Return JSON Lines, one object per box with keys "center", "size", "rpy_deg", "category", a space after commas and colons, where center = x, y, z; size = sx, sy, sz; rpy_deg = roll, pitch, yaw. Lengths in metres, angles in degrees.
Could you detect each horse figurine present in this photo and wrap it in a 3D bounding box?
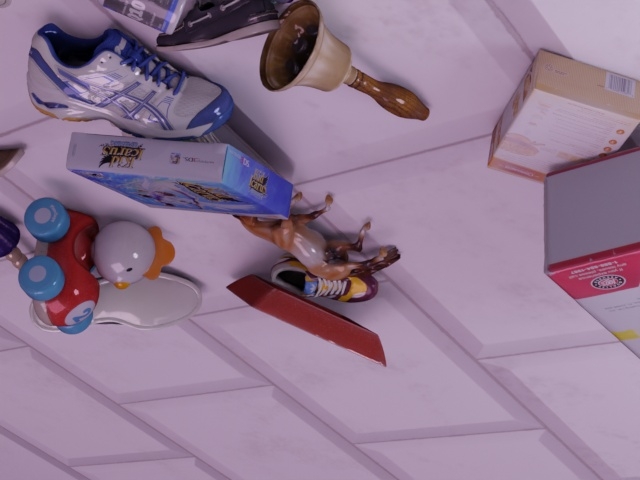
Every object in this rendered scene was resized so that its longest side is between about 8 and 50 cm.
{"center": [0.000, 0.000, 1.956], "size": [0.263, 0.066, 0.174], "rpy_deg": [31, 140, -20], "category": "horse figurine"}

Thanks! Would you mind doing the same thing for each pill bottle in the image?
{"center": [-0.239, -0.325, 1.533], "size": [0.137, 0.078, 0.078], "rpy_deg": [22, 148, -10], "category": "pill bottle"}

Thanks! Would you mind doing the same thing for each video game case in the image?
{"center": [-0.199, -0.091, 1.762], "size": [0.244, 0.061, 0.269], "rpy_deg": [5, 172, 20], "category": "video game case"}

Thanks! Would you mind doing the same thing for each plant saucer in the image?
{"center": [-0.022, 0.130, 2.097], "size": [0.258, 0.048, 0.259], "rpy_deg": [25, 179, -15], "category": "plant saucer"}

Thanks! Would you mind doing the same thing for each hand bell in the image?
{"center": [0.053, -0.213, 1.587], "size": [0.242, 0.126, 0.126], "rpy_deg": [21, 151, -34], "category": "hand bell"}

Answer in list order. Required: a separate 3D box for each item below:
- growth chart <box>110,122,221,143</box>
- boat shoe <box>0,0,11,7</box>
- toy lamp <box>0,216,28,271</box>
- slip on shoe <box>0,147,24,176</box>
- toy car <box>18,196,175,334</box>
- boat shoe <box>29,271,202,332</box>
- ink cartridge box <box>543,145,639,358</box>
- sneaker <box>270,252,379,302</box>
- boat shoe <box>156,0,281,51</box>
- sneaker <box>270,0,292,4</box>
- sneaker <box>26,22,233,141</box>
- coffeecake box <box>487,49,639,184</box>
{"center": [-0.206, -0.131, 1.883], "size": [0.172, 0.021, 0.237], "rpy_deg": [-9, 140, 36], "category": "growth chart"}
{"center": [-0.492, -0.398, 1.529], "size": [0.254, 0.079, 0.095], "rpy_deg": [35, 146, -25], "category": "boat shoe"}
{"center": [-0.563, 0.041, 2.264], "size": [0.080, 0.080, 0.275], "rpy_deg": [1, 149, 23], "category": "toy lamp"}
{"center": [-0.547, -0.134, 2.008], "size": [0.135, 0.051, 0.041], "rpy_deg": [-12, 128, 46], "category": "slip on shoe"}
{"center": [-0.373, 0.044, 2.083], "size": [0.238, 0.210, 0.219], "rpy_deg": [-2, 157, 5], "category": "toy car"}
{"center": [-0.382, 0.108, 2.256], "size": [0.319, 0.116, 0.099], "rpy_deg": [-6, -168, -2], "category": "boat shoe"}
{"center": [0.509, 0.028, 1.612], "size": [0.279, 0.160, 0.384], "rpy_deg": [-17, 144, 32], "category": "ink cartridge box"}
{"center": [0.005, 0.075, 2.035], "size": [0.185, 0.084, 0.070], "rpy_deg": [10, 110, 8], "category": "sneaker"}
{"center": [-0.140, -0.291, 1.582], "size": [0.206, 0.075, 0.065], "rpy_deg": [-4, 101, 38], "category": "boat shoe"}
{"center": [-0.086, -0.318, 1.476], "size": [0.223, 0.083, 0.098], "rpy_deg": [0, 150, 23], "category": "sneaker"}
{"center": [-0.268, -0.226, 1.677], "size": [0.296, 0.112, 0.131], "rpy_deg": [7, 132, -1], "category": "sneaker"}
{"center": [0.317, -0.150, 1.571], "size": [0.142, 0.068, 0.185], "rpy_deg": [16, 149, -4], "category": "coffeecake box"}
